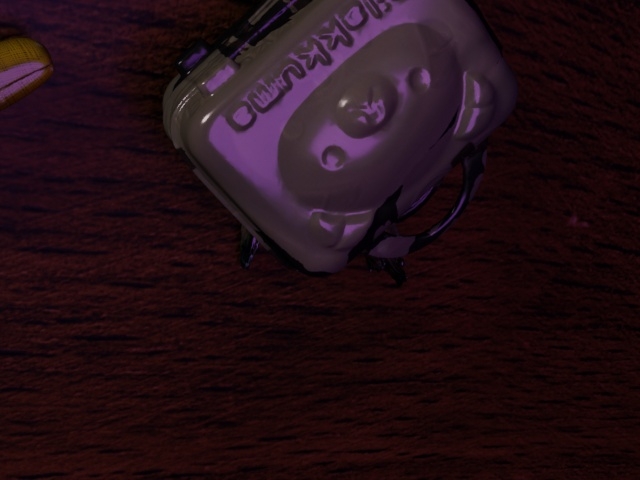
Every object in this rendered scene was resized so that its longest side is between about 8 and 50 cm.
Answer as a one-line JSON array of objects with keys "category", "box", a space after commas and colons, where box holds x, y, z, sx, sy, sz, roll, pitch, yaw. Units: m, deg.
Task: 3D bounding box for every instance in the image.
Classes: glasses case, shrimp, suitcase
[{"category": "glasses case", "box": [-0.362, -0.126, 0.974, 0.234, 0.079, 0.064, -29, 121, -15]}, {"category": "shrimp", "box": [0.000, 0.000, 1.300, 0.198, 0.051, 0.262, -36, 125, -2]}, {"category": "suitcase", "box": [0.047, -0.132, 1.129, 0.351, 0.194, 0.339, -42, 120, -2]}]
